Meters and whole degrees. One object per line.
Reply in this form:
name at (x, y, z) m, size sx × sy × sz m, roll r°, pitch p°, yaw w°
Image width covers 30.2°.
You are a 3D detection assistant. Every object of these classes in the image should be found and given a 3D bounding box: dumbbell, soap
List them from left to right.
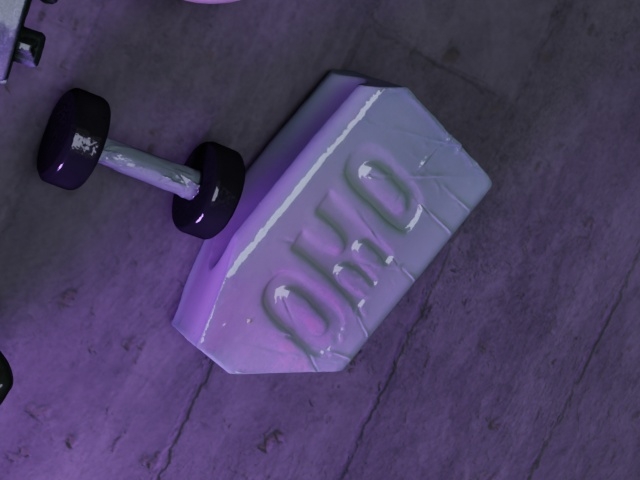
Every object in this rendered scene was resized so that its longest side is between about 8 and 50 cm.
dumbbell at (-0.179, -0.075, 1.189) m, size 0.191 × 0.100 × 0.100 m, roll 21°, pitch 93°, yaw -29°
soap at (0.000, 0.000, 1.289) m, size 0.208 × 0.115 × 0.347 m, roll 43°, pitch 83°, yaw -28°

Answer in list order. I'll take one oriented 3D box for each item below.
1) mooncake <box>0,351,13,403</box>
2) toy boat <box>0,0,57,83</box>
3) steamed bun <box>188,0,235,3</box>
mooncake at (-0.368, 0.107, 1.109) m, size 0.104 × 0.168 × 0.175 m, roll -41°, pitch 132°, yaw -13°
toy boat at (-0.393, -0.247, 1.049) m, size 0.319 × 0.092 × 0.141 m, roll 16°, pitch 97°, yaw -21°
steamed bun at (-0.108, -0.340, 1.128) m, size 0.231 × 0.145 × 0.232 m, roll -1°, pitch 95°, yaw -15°
